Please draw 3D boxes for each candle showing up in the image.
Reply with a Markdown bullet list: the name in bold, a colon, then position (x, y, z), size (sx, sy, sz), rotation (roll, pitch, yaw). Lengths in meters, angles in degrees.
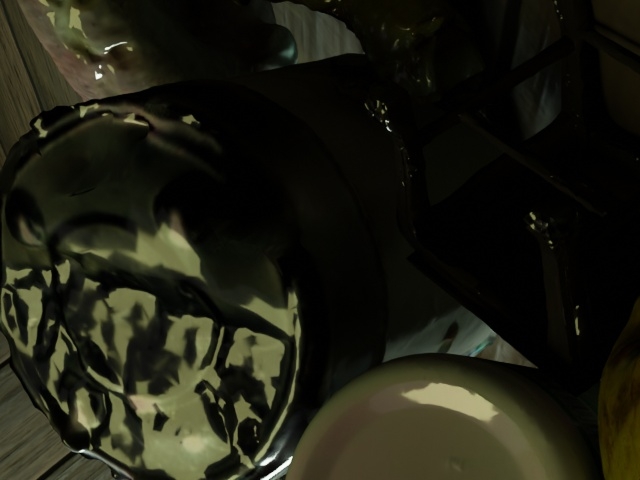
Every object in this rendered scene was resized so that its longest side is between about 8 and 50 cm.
- **candle**: position (0.000, 0.000, 0.775), size (0.187, 0.330, 0.187), rotation (8, 106, 31)

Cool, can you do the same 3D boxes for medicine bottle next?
- **medicine bottle**: position (0.106, 0.124, 0.692), size (0.133, 0.133, 0.274), rotation (43, -165, 29)

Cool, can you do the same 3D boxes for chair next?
- **chair**: position (0.113, 0.015, 0.650), size (0.106, 0.113, 0.229), rotation (41, 159, 40)

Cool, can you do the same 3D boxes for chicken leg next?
- **chicken leg**: position (-0.013, -0.137, 0.699), size (0.228, 0.088, 0.103), rotation (43, 146, 29)

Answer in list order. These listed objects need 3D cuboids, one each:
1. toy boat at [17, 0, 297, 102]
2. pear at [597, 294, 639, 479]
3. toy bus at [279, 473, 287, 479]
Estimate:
- **toy boat**: position (-0.082, -0.142, 0.818), size (0.085, 0.155, 0.227), rotation (-10, 133, 26)
- **pear**: position (0.169, 0.073, 0.536), size (0.162, 0.149, 0.149), rotation (48, 165, 1)
- **toy bus**: position (0.060, 0.180, 1.213), size (0.138, 0.097, 0.342), rotation (37, 164, 2)
